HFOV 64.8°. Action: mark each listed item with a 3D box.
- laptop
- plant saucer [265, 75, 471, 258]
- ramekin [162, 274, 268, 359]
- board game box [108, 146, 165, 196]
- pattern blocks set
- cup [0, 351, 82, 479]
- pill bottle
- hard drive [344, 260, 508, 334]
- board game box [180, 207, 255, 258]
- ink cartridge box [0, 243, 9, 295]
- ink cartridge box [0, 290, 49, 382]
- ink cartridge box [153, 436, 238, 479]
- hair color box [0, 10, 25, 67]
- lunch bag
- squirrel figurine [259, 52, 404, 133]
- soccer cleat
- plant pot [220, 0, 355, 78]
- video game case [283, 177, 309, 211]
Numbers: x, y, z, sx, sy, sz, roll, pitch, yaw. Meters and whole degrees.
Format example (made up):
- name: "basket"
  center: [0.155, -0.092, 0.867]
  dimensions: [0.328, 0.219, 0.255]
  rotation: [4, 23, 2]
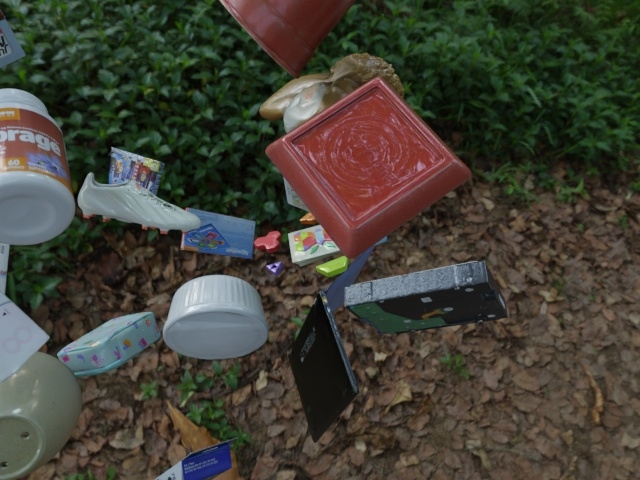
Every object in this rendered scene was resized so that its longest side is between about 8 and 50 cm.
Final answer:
- name: "laptop"
  center: [0.071, 0.266, 1.369]
  dimensions: [0.237, 0.381, 0.407]
  rotation: [-6, 56, -22]
- name: "plant saucer"
  center: [0.076, -0.141, 0.845]
  dimensions: [0.259, 0.047, 0.258]
  rotation: [-34, 71, -9]
- name: "ramekin"
  center: [-0.273, 0.201, 1.337]
  dimensions: [0.273, 0.272, 0.127]
  rotation: [1, 52, -11]
- name: "board game box"
  center: [-0.565, -0.163, 1.525]
  dimensions: [0.194, 0.193, 0.060]
  rotation: [19, 6, 22]
- name: "pattern blocks set"
  center: [0.000, 0.000, 1.364]
  dimensions: [0.325, 0.026, 0.285]
  rotation: [-24, 37, -11]
- name: "cup"
  center: [-0.792, 0.476, 1.294]
  dimensions: [0.332, 0.330, 0.237]
  rotation: [-17, 14, -23]
- name: "pill bottle"
  center: [-0.409, -0.108, 0.683]
  dimensions: [0.121, 0.121, 0.216]
  rotation: [-14, 53, -21]
- name: "hard drive"
  center: [0.258, 0.149, 1.230]
  dimensions: [0.339, 0.237, 0.064]
  rotation: [-15, 56, 25]
- name: "board game box"
  center: [-0.356, -0.021, 1.787]
  dimensions: [0.282, 0.027, 0.144]
  rotation: [11, 80, -43]
- name: "ink cartridge box"
  center: [-0.894, 0.085, 1.196]
  dimensions: [0.197, 0.198, 0.269]
  rotation: [-36, 50, 17]
- name: "ink cartridge box"
  center: [-0.647, 0.198, 0.903]
  dimensions: [0.066, 0.189, 0.232]
  rotation: [-15, 31, 36]
- name: "ink cartridge box"
  center: [-0.367, 0.647, 1.372]
  dimensions: [0.166, 0.333, 0.065]
  rotation: [4, 50, -50]
- name: "hair color box"
  center: [-0.640, -0.445, 0.765]
  dimensions: [0.186, 0.374, 0.113]
  rotation: [18, 49, 32]
- name: "lunch bag"
  center: [-0.657, 0.324, 1.585]
  dimensions: [0.224, 0.107, 0.279]
  rotation: [-16, 8, 21]
- name: "squirrel figurine"
  center: [0.093, -0.286, 1.371]
  dimensions: [0.397, 0.370, 0.281]
  rotation: [-42, 44, 5]
- name: "soccer cleat"
  center: [-0.293, -0.059, 0.831]
  dimensions: [0.197, 0.076, 0.068]
  rotation: [11, 7, -16]
- name: "plant pot"
  center: [-0.048, -0.550, 1.104]
  dimensions: [0.272, 0.265, 0.272]
  rotation: [45, 16, -16]
- name: "video game case"
  center: [-0.047, -0.195, 1.940]
  dimensions: [0.227, 0.206, 0.026]
  rotation: [22, 49, 30]
